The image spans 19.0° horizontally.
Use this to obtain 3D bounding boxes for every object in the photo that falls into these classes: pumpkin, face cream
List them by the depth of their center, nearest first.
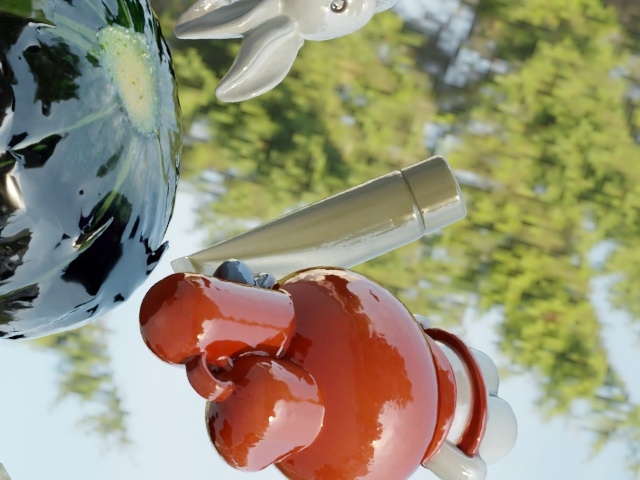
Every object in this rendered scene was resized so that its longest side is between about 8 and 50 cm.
[{"bbox_3d":[-0.230,-0.077,1.232,0.296,0.296,0.296,-37,-134,51],"label":"pumpkin"},{"bbox_3d":[0.000,0.000,2.224,0.137,0.341,0.084,71,-4,-51],"label":"face cream"}]

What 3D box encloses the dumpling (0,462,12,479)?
[{"bbox_3d":[-0.287,0.209,1.391,0.136,0.199,0.118,0,-113,28],"label":"dumpling"}]

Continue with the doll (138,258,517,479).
[{"bbox_3d":[0.009,0.090,1.212,0.130,0.290,0.161,-39,-126,34],"label":"doll"}]

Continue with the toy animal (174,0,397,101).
[{"bbox_3d":[-0.016,-0.218,1.727,0.221,0.103,0.131,-39,-173,-39],"label":"toy animal"}]
